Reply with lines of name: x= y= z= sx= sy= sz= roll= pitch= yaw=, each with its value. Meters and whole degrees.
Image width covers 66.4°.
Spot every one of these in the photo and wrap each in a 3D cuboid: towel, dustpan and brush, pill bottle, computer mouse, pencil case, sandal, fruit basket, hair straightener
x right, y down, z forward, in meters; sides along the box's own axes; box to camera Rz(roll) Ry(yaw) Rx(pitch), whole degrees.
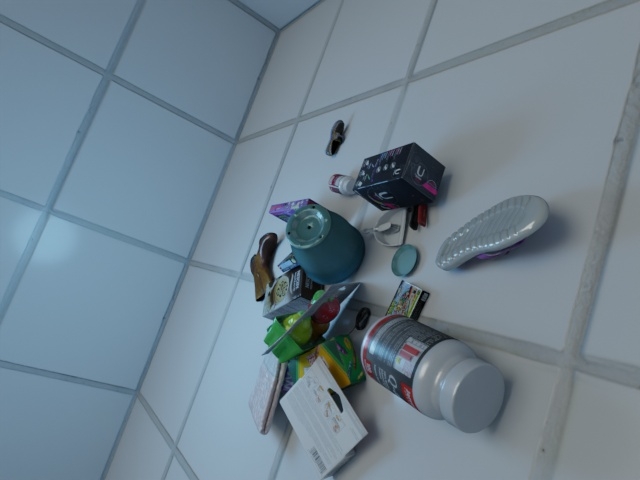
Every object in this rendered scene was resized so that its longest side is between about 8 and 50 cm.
towel: x=-0.216 y=0.575 z=1.979 sx=0.332 sy=0.053 sz=0.317 roll=176 pitch=110 yaw=-76
dustpan and brush: x=0.226 y=-0.042 z=1.815 sx=0.211 sy=0.060 sz=0.147 roll=-19 pitch=58 yaw=61
pill bottle: x=0.284 y=0.340 z=1.294 sx=0.363 sy=0.210 sz=0.210 roll=17 pitch=84 yaw=61
computer mouse: x=0.106 y=0.343 z=1.761 sx=0.242 sy=0.041 sz=0.071 roll=-52 pitch=43 yaw=9
pencil case: x=-0.104 y=0.498 z=1.925 sx=0.086 sy=0.088 sz=0.206 roll=-37 pitch=38 yaw=56
sandal: x=0.482 y=-0.008 z=1.358 sx=0.169 sy=0.102 sz=0.416 roll=-62 pitch=13 yaw=-25
fruit basket: x=-0.030 y=0.265 z=1.745 sx=0.165 sy=0.327 sz=0.353 roll=42 pitch=103 yaw=19
hair straightener: x=0.333 y=-0.136 z=1.728 sx=0.089 sy=0.047 sz=0.230 roll=-28 pitch=46 yaw=47
pill bottle: x=0.103 y=-0.243 z=2.139 sx=0.152 sy=0.086 sz=0.086 roll=27 pitch=92 yaw=60

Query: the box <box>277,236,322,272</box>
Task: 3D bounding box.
box: x=-0.068 y=0.036 z=2.118 sx=0.233 sy=0.044 sz=0.159 roll=-45 pitch=9 yaw=-33

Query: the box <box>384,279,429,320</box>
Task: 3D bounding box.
box: x=0.263 y=0.241 z=1.577 sx=0.114 sy=0.036 sz=0.207 roll=25 pitch=91 yaw=61

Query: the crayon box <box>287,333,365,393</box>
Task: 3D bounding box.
crayon box: x=0.015 y=0.458 z=1.713 sx=0.278 sy=0.081 sz=0.165 roll=-39 pitch=63 yaw=38

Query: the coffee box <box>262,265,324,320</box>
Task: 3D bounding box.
coffee box: x=-0.118 y=0.228 z=2.111 sx=0.297 sy=0.119 sz=0.168 roll=-33 pitch=41 yaw=43

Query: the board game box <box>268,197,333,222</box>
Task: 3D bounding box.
board game box: x=-0.066 y=-0.108 z=2.189 sx=0.347 sy=0.208 sz=0.056 roll=-1 pitch=68 yaw=57

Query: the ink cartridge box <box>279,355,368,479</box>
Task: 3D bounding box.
ink cartridge box: x=0.018 y=0.571 z=1.598 sx=0.261 sy=0.066 sz=0.296 roll=-52 pitch=54 yaw=23

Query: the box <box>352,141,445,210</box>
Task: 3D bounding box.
box: x=0.266 y=-0.212 z=1.696 sx=0.270 sy=0.165 sz=0.143 roll=-8 pitch=57 yaw=58

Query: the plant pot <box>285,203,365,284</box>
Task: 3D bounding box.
plant pot: x=0.000 y=0.000 z=1.853 sx=0.271 sy=0.255 sz=0.272 roll=-11 pitch=62 yaw=21

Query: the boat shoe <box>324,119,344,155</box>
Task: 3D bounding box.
boat shoe: x=0.082 y=-0.497 z=2.391 sx=0.066 sy=0.066 sz=0.183 roll=35 pitch=109 yaw=55

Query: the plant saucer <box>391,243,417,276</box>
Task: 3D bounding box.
plant saucer: x=0.290 y=0.071 z=1.672 sx=0.119 sy=0.021 sz=0.119 roll=-38 pitch=40 yaw=40

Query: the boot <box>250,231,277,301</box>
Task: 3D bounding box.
boot: x=-0.279 y=0.128 z=2.471 sx=0.264 sy=0.096 sz=0.280 roll=-49 pitch=34 yaw=26
